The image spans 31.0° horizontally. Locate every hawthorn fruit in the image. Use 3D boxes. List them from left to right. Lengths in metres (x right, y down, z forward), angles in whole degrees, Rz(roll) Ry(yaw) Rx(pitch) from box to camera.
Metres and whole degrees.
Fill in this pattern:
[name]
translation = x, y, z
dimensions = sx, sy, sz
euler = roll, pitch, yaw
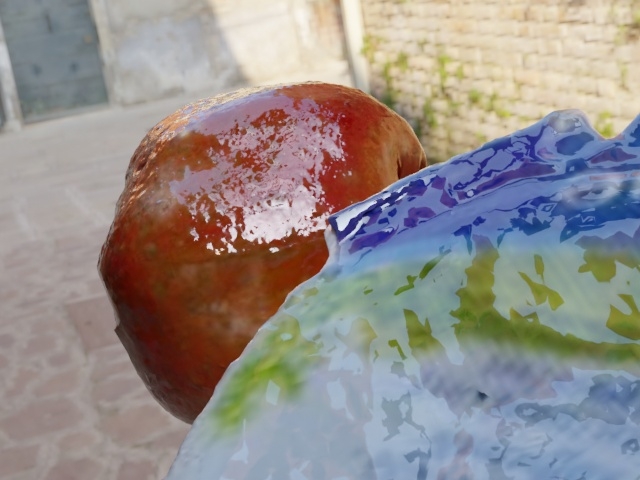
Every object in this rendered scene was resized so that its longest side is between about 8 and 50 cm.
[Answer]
[hawthorn fruit]
translation = 0.000, 0.000, 0.831
dimensions = 0.300, 0.254, 0.254
euler = -17, 12, 16

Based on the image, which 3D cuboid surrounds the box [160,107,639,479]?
[box]
translation = 0.104, 0.108, 0.364
dimensions = 0.263, 0.206, 0.291
euler = 7, 51, 35
